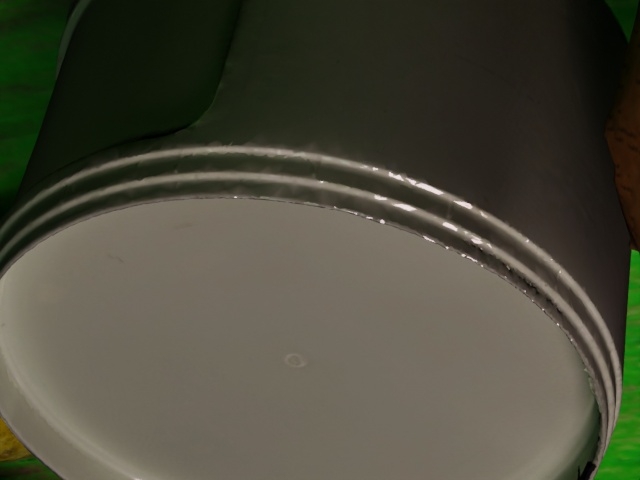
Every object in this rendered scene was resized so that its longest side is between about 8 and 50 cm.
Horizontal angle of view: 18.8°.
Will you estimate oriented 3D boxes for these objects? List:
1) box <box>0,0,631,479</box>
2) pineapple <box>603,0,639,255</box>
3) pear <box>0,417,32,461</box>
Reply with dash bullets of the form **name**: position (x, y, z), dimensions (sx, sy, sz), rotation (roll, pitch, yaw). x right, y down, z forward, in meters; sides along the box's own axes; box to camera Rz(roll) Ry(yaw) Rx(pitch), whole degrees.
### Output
- **box**: position (0.000, 0.000, 0.700), dimensions (0.226, 0.149, 0.226), rotation (7, 141, 6)
- **pineapple**: position (0.278, -0.020, 0.578), dimensions (0.357, 0.223, 0.223), rotation (6, 144, -18)
- **pear**: position (-0.145, 0.046, 0.829), dimensions (0.131, 0.107, 0.107), rotation (-22, 131, 25)
